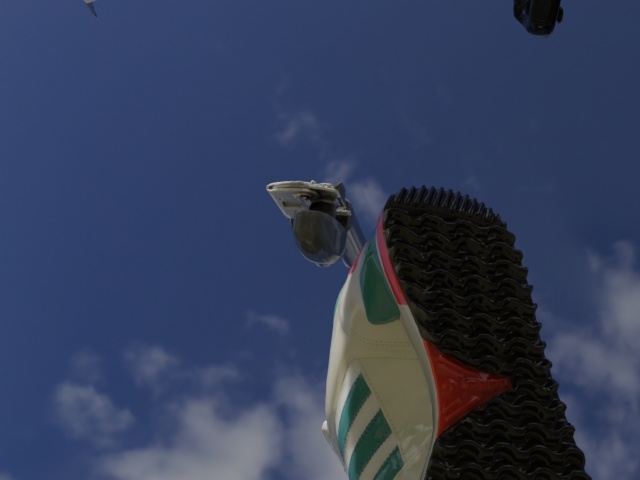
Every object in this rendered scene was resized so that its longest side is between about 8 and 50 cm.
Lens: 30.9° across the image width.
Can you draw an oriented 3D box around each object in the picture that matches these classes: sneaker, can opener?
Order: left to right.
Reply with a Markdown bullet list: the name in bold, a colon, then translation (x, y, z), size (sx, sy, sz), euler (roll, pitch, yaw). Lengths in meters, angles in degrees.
- **can opener**: translation (0.000, 0.000, 1.287), size (0.076, 0.283, 0.095), euler (2, -106, 10)
- **sneaker**: translation (0.034, 0.067, 0.345), size (0.075, 0.057, 0.161), euler (124, -34, -51)

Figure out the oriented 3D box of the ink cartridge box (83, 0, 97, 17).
- **ink cartridge box**: translation (-0.336, -0.496, 1.530), size (0.071, 0.330, 0.324), euler (-13, -95, 1)

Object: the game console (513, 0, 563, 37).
- **game console**: translation (0.184, -0.322, 0.819), size (0.044, 0.213, 0.361), euler (11, -45, 7)
